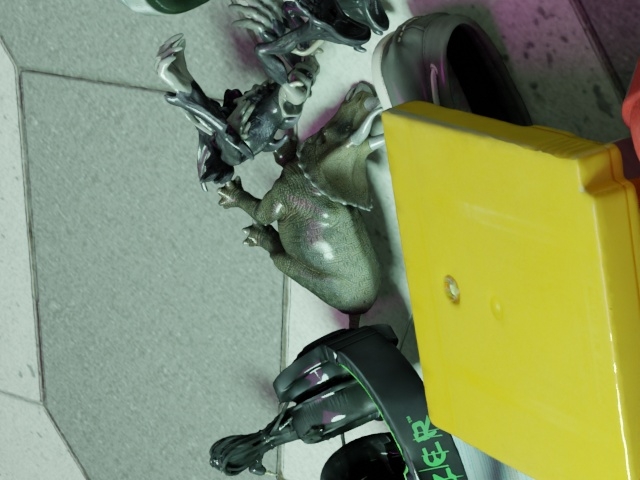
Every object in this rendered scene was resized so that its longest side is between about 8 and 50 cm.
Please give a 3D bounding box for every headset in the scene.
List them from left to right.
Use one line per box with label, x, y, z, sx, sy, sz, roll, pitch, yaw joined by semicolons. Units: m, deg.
headset;0.019;0.207;1.918;0.243;0.185;0.394;71;164;-10

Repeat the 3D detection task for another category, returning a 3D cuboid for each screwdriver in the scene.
screwdriver;0.072;0.121;1.982;0.025;0.024;0.170;11;133;2

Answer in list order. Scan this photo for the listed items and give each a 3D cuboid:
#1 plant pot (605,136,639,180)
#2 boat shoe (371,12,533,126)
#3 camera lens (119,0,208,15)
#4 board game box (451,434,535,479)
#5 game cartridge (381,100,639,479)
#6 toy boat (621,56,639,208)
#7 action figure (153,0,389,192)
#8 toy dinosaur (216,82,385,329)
plant pot;0.251;0.024;1.598;0.180;0.201;0.201;59;145;15
boat shoe;0.152;-0.039;1.694;0.095;0.112;0.335;-14;107;55
camera lens;-0.178;-0.337;1.688;0.274;0.219;0.219;33;139;21
board game box;0.263;0.208;1.802;0.303;0.097;0.224;12;129;41
game cartridge;0.157;0.047;1.532;0.324;0.053;0.285;21;124;62
toy boat;0.273;-0.030;1.438;0.151;0.151;0.231;-23;117;35
action figure;-0.059;-0.158;1.777;0.141;0.164;0.276;44;133;-5
toy dinosaur;0.000;0.000;1.875;0.160;0.121;0.313;30;136;45
